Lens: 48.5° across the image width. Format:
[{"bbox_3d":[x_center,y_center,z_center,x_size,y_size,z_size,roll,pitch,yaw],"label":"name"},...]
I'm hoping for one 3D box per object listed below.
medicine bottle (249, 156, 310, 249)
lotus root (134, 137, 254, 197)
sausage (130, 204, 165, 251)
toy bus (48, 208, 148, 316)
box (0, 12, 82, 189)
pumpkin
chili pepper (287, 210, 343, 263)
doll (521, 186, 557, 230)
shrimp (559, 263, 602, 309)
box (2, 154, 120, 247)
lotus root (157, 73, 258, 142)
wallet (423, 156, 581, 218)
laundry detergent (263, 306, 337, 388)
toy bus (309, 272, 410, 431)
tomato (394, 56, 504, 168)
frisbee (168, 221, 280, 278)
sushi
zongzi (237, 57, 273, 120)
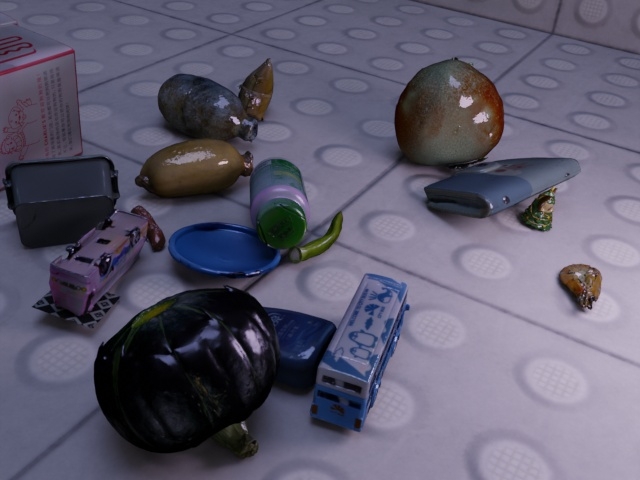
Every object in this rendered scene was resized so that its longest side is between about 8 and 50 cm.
[{"bbox_3d":[-0.094,-0.085,1.600,0.133,0.134,0.274,1,26,-6],"label":"medicine bottle"},{"bbox_3d":[-0.305,-0.184,1.749,0.303,0.131,0.146,-12,39,-25],"label":"lotus root"},{"bbox_3d":[-0.386,-0.029,1.597,0.036,0.042,0.158,27,15,-46],"label":"sausage"},{"bbox_3d":[-0.429,0.036,1.395,0.090,0.112,0.274,18,27,4],"label":"toy bus"},{"bbox_3d":[-0.809,-0.343,1.756,0.300,0.314,0.312,25,38,22],"label":"box"},{"bbox_3d":[-0.192,0.217,1.114,0.295,0.296,0.296,4,34,-2],"label":"pumpkin"},{"bbox_3d":[0.000,0.000,1.591,0.050,0.052,0.201,45,44,8],"label":"chili pepper"},{"bbox_3d":[0.536,-0.086,1.741,0.076,0.113,0.078,15,34,28],"label":"doll"},{"bbox_3d":[0.567,0.100,1.538,0.091,0.043,0.184,4,27,11],"label":"shrimp"},{"bbox_3d":[-0.559,-0.082,1.552,0.243,0.163,0.135,-6,44,-19],"label":"box"},{"bbox_3d":[-0.326,-0.372,2.001,0.349,0.175,0.175,24,38,27],"label":"lotus root"},{"bbox_3d":[0.453,-0.149,1.800,0.360,0.083,0.252,-21,22,-31],"label":"wallet"},{"bbox_3d":[-0.124,0.165,1.291,0.289,0.094,0.143,17,39,16],"label":"laundry detergent"},{"bbox_3d":[0.075,0.188,1.253,0.106,0.131,0.297,15,36,13],"label":"toy bus"},{"bbox_3d":[0.355,-0.329,1.933,0.303,0.304,0.239,1,38,-7],"label":"tomato"},{"bbox_3d":[-0.206,0.028,1.523,0.242,0.045,0.242,10,25,-4],"label":"frisbee"},{"bbox_3d":[-0.465,0.128,1.358,0.126,0.026,0.120,17,27,5],"label":"sushi"},{"bbox_3d":[-0.186,-0.485,2.156,0.099,0.197,0.194,13,29,-16],"label":"zongzi"}]
